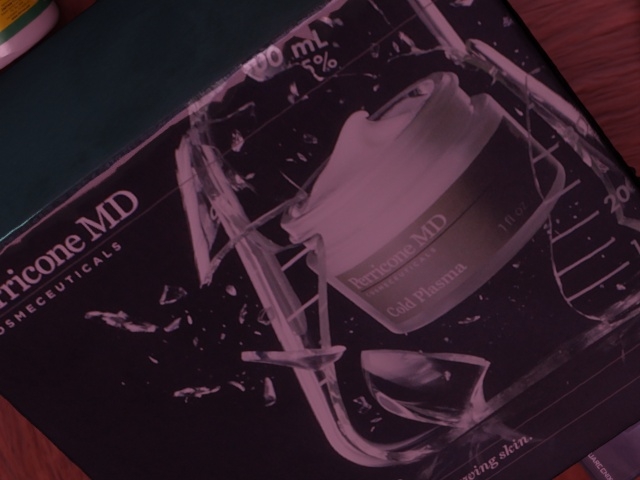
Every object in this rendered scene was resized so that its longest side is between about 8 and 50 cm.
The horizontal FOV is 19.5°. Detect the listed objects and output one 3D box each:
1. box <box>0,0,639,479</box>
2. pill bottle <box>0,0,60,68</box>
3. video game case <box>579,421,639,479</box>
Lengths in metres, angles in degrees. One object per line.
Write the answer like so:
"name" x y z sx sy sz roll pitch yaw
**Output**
"box" 0.000 0.000 1.517 0.480 0.297 0.472 -36 119 9
"pill bottle" -0.322 -0.240 1.556 0.117 0.117 0.208 -32 108 8
"video game case" 0.325 0.094 1.757 0.274 0.026 0.196 -37 107 10
